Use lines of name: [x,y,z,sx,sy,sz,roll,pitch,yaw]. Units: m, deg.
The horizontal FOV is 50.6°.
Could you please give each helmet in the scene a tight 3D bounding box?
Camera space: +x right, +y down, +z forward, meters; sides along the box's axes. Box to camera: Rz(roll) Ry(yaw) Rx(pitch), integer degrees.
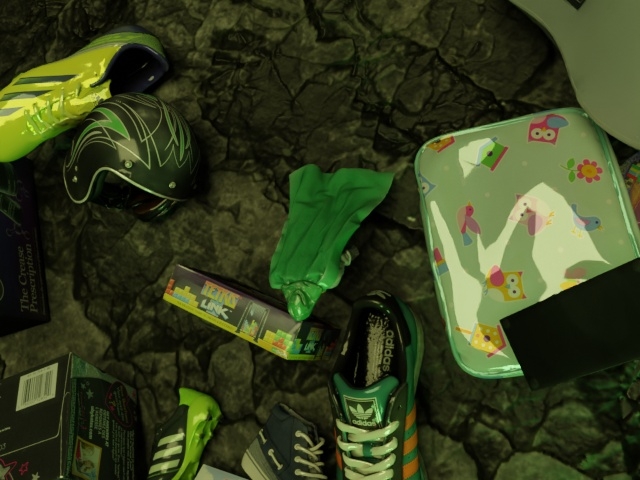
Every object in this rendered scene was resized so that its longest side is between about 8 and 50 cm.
helmet: [-0.238,-0.110,0.884,0.161,0.169,0.169,-31,70,29]

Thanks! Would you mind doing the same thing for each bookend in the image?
bookend: [0.277,0.062,0.602,0.156,0.157,0.072,-40,67,51]

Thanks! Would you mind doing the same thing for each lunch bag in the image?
lunch bag: [0.229,0.009,0.727,0.224,0.108,0.279,-12,77,10]

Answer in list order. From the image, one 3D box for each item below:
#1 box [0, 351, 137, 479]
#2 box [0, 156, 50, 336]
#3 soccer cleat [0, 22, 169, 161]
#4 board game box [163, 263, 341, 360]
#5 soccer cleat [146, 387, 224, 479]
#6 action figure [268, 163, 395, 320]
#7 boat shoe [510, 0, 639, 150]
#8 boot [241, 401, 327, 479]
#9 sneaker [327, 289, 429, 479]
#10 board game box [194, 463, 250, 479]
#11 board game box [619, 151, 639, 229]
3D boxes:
box: [-0.367,0.269,0.841,0.247,0.142,0.163,-21,51,13]
box: [-0.485,-0.009,0.935,0.103,0.184,0.261,-18,74,15]
soccer cleat: [-0.341,-0.200,0.940,0.289,0.093,0.121,-38,53,-10]
board game box: [-0.076,0.086,0.798,0.170,0.141,0.048,22,87,21]
soccer cleat: [-0.186,0.272,0.846,0.072,0.060,0.179,21,80,32]
action figure: [0.000,0.000,0.769,0.137,0.063,0.232,-2,39,21]
boat shoe: [0.318,-0.211,0.716,0.136,0.156,0.367,-54,43,31]
boot: [-0.022,0.250,0.747,0.190,0.069,0.086,21,82,55]
sneaker: [0.053,0.202,0.729,0.108,0.121,0.302,-5,72,22]
board game box: [-0.110,0.368,0.744,0.160,0.039,0.211,11,44,21]
board game box: [0.393,-0.033,0.720,0.133,0.033,0.168,-15,75,16]
